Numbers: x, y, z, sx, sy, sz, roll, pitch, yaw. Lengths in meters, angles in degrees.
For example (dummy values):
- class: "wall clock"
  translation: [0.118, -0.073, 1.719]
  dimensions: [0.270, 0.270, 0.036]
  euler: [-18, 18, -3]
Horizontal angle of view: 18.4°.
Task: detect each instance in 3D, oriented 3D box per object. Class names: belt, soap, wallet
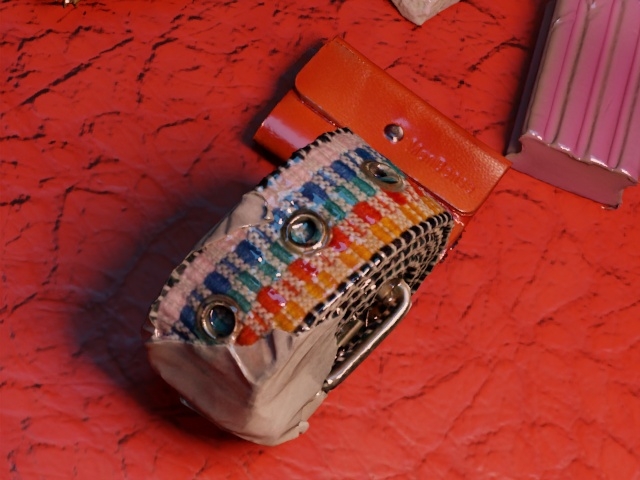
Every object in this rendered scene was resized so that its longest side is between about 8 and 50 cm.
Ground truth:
- class: "belt"
  translation: [-0.018, 0.040, 1.572]
  dimensions: [0.150, 0.207, 0.257]
  euler: [41, 78, 15]
- class: "soap"
  translation: [0.254, -0.142, 1.847]
  dimensions: [0.122, 0.065, 0.203]
  euler: [22, 58, -5]
- class: "wallet"
  translation: [0.057, -0.080, 1.764]
  dimensions: [0.204, 0.045, 0.142]
  euler: [36, 58, 3]

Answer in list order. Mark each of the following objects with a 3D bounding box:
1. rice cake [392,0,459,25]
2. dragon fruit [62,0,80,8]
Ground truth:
- class: "rice cake"
  translation: [0.146, -0.285, 1.905]
  dimensions: [0.226, 0.040, 0.085]
  euler: [-33, 77, -30]
- class: "dragon fruit"
  translation: [-0.170, -0.257, 1.752]
  dimensions: [0.192, 0.122, 0.092]
  euler: [-21, 86, -28]
